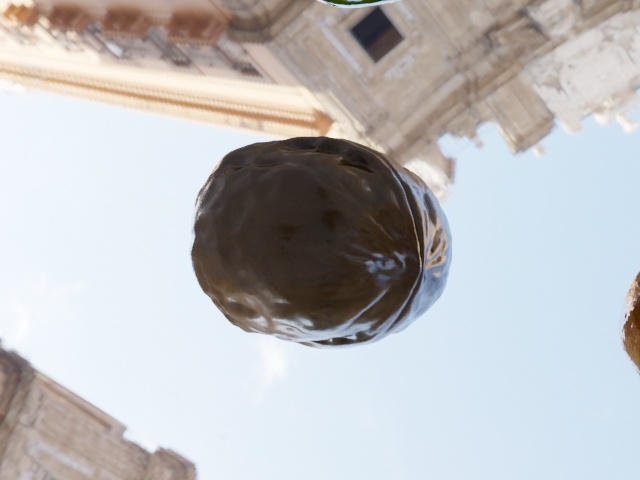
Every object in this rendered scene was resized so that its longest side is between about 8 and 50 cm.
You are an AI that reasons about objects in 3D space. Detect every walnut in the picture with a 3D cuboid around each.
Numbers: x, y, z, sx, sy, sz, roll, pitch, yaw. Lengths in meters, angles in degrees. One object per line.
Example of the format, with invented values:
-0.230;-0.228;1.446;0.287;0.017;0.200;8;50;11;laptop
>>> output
0.000;0.000;1.568;0.397;0.354;0.308;13;-71;40;walnut

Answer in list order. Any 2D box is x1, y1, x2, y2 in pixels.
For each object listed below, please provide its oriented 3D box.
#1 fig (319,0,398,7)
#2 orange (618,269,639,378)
0.078;-0.343;0.907;0.314;0.233;0.233;-42;-141;-9;fig
0.517;0.125;1.381;0.261;0.261;0.261;-24;-135;26;orange
